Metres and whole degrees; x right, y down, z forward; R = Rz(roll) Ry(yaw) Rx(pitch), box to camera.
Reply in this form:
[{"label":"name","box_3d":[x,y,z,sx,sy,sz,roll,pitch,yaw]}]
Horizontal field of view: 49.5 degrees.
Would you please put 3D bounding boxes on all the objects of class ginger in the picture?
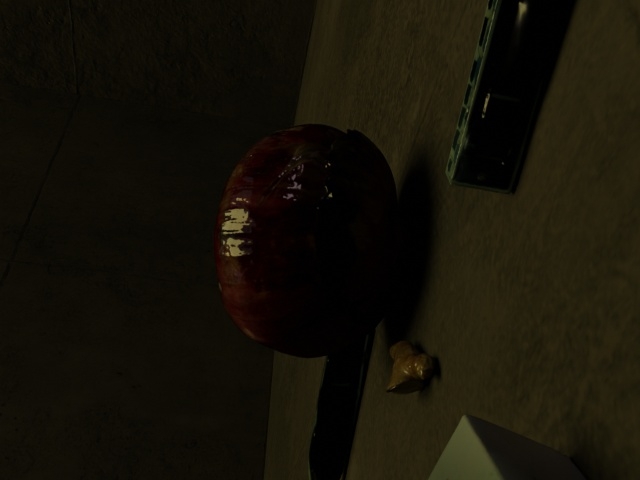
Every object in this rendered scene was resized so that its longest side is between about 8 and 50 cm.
[{"label":"ginger","box_3d":[0.078,0.118,0.612,0.048,0.030,0.097,-55,9,-3]}]

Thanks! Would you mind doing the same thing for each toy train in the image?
[{"label":"toy train","box_3d":[0.124,-0.132,0.436,0.047,0.043,0.208,-87,7,-66]},{"label":"toy train","box_3d":[0.018,0.216,0.894,0.048,0.055,0.252,-104,23,-72]}]

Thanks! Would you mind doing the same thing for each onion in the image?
[{"label":"onion","box_3d":[0.000,0.000,0.727,0.246,0.190,0.246,4,-90,-68]}]

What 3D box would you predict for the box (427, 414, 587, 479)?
[{"label":"box","box_3d":[0.051,0.218,0.292,0.243,0.067,0.155,-64,9,12]}]
